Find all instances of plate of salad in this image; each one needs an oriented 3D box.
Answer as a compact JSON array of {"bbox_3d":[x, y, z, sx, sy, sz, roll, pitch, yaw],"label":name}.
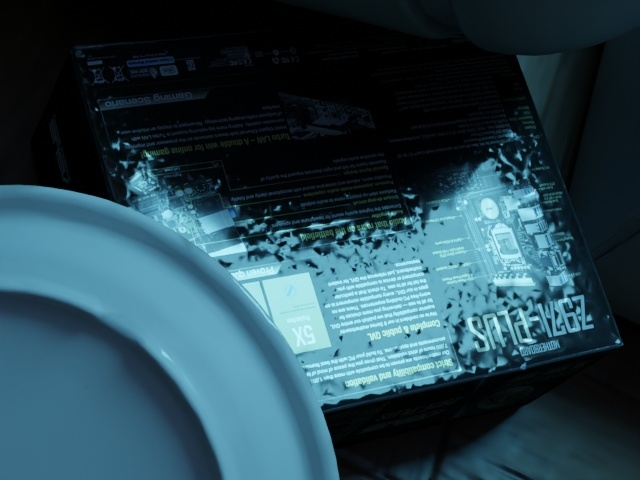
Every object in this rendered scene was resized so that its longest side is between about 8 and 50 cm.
[{"bbox_3d":[-0.089,0.082,0.455,0.200,0.048,0.200,1,94,11],"label":"plate of salad"}]

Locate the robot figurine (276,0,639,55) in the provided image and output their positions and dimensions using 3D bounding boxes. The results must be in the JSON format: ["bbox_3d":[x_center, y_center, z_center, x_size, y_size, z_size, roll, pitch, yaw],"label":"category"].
[{"bbox_3d":[0.013,-0.180,0.520,0.353,0.300,0.199,16,84,22],"label":"robot figurine"}]

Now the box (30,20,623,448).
[{"bbox_3d":[0.000,0.000,0.555,0.180,0.077,0.147,-10,72,-26],"label":"box"}]

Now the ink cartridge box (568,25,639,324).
[{"bbox_3d":[0.280,-0.033,0.657,0.306,0.131,0.226,24,61,-10],"label":"ink cartridge box"}]
